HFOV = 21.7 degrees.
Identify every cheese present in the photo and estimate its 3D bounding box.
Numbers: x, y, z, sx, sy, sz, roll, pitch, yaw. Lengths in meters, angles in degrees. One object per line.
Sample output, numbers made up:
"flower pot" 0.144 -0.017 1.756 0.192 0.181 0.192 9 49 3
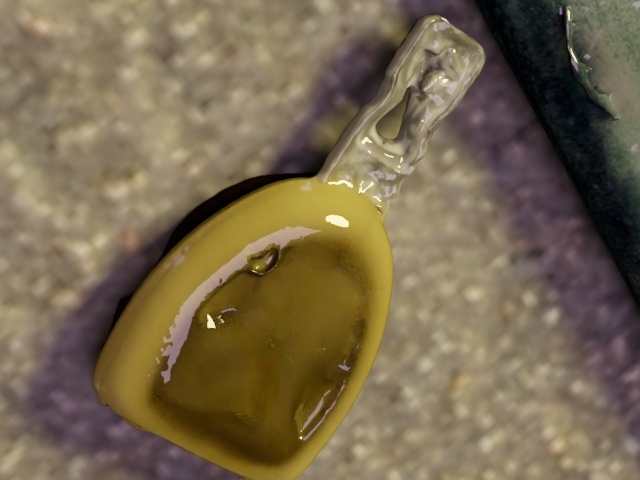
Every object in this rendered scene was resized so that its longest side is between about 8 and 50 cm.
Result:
"cheese" 0.000 0.000 0.542 0.086 0.036 0.162 32 96 -23

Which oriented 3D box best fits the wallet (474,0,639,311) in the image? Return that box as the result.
"wallet" 0.140 -0.100 0.547 0.190 0.046 0.379 -33 113 -3
